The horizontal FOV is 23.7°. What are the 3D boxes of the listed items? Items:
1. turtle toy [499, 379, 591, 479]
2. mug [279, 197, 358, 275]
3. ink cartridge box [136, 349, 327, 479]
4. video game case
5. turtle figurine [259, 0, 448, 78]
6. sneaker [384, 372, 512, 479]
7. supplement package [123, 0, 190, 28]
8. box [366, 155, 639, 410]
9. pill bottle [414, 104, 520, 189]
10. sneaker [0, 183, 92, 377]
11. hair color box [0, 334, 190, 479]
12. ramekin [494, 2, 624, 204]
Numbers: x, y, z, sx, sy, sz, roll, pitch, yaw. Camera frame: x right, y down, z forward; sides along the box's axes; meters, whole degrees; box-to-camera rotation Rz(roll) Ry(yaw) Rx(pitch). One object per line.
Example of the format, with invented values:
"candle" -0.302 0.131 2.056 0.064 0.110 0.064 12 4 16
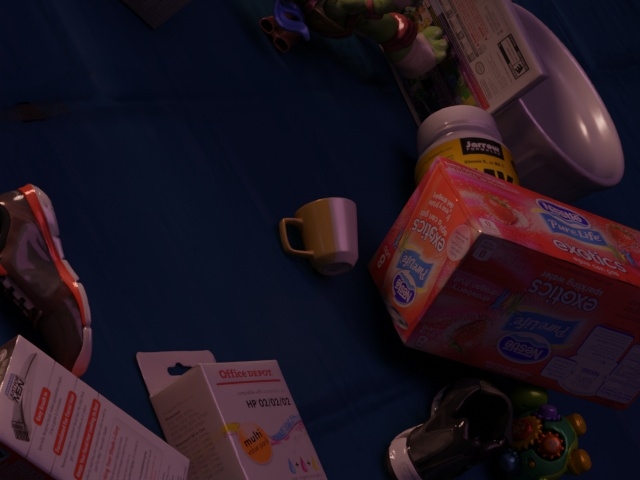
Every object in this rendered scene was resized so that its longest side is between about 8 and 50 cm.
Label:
"turtle toy" 0.220 0.199 1.571 0.066 0.095 0.130 46 28 -32
"mug" 0.003 0.001 1.507 0.062 0.078 0.064 72 7 -68
"ink cartridge box" -0.066 0.156 1.219 0.104 0.062 0.181 4 57 -56
"video game case" 0.165 -0.232 1.848 0.023 0.183 0.201 0 60 -49
"turtle figurine" 0.065 -0.315 1.737 0.266 0.198 0.274 34 67 -61
"sneaker" 0.152 0.175 1.485 0.078 0.106 0.234 58 28 2
"supplement package" -0.171 -0.362 1.508 0.203 0.149 0.194 42 31 -25
"box" 0.221 0.050 1.582 0.300 0.154 0.142 18 28 -28
"pill bottle" 0.170 -0.047 1.734 0.119 0.119 0.208 31 36 -37
"sneaker" -0.219 0.035 1.138 0.065 0.061 0.157 -12 67 -31
"hair color box" -0.173 0.154 1.068 0.167 0.053 0.093 42 32 -26
"ramekin" 0.254 -0.156 1.958 0.277 0.135 0.277 37 33 -30
